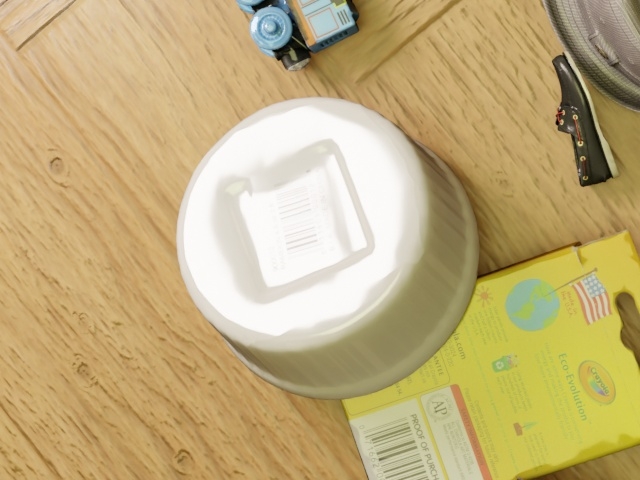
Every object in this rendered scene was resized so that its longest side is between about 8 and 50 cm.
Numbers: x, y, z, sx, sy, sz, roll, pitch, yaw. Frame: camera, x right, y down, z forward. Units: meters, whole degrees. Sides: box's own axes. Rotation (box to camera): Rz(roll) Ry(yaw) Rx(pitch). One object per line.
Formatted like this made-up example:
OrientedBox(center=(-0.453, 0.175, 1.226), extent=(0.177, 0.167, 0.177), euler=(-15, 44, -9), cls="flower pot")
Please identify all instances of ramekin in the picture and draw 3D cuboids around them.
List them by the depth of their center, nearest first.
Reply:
OrientedBox(center=(0.000, 0.000, 1.656), extent=(0.277, 0.135, 0.277), euler=(-6, 71, 17), cls="ramekin")

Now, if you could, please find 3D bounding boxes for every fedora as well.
OrientedBox(center=(0.327, -0.242, 1.630), extent=(0.244, 0.124, 0.275), euler=(-26, 89, 12), cls="fedora")

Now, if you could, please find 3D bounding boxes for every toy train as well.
OrientedBox(center=(-0.038, -0.259, 1.725), extent=(0.105, 0.080, 0.184), euler=(-25, 87, 2), cls="toy train")

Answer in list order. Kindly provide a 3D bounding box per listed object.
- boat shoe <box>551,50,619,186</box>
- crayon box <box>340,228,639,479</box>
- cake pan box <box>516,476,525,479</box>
OrientedBox(center=(0.245, -0.115, 1.689), extent=(0.042, 0.049, 0.133), euler=(-19, 102, 7), cls="boat shoe")
OrientedBox(center=(0.181, 0.131, 1.708), extent=(0.319, 0.081, 0.202), euler=(-19, 90, 12), cls="crayon box")
OrientedBox(center=(0.249, 0.389, 1.657), extent=(0.267, 0.070, 0.245), euler=(29, 85, -13), cls="cake pan box")
